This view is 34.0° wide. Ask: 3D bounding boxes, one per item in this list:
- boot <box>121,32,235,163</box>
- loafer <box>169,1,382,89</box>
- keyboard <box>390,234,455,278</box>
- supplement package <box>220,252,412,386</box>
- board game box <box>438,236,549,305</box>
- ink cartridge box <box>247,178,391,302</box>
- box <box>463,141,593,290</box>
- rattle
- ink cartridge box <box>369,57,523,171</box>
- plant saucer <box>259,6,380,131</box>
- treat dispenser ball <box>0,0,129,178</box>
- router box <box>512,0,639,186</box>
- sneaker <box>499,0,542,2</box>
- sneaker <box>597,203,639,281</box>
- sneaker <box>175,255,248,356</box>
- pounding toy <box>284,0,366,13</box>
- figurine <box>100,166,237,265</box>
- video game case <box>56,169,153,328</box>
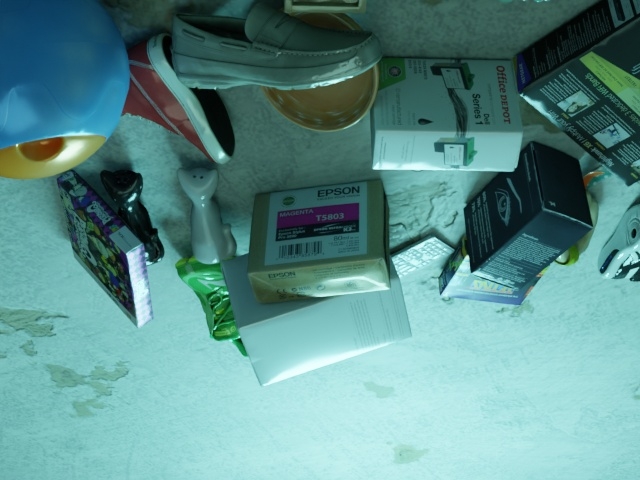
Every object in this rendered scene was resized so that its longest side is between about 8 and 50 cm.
[{"bbox_3d":[-0.254,-0.198,1.634,0.176,0.088,0.244,-17,131,22],"label":"boot"},{"bbox_3d":[-0.071,-0.275,1.461,0.319,0.112,0.111,2,119,22],"label":"loafer"},{"bbox_3d":[0.137,0.057,2.019,0.256,0.014,0.072,-28,134,32],"label":"keyboard"},{"bbox_3d":[-0.008,0.106,1.885,0.293,0.175,0.177,-18,135,-2],"label":"supplement package"},{"bbox_3d":[0.327,0.060,1.989,0.170,0.048,0.141,7,141,-13],"label":"board game box"},{"bbox_3d":[0.000,0.000,1.797,0.235,0.193,0.088,-7,137,9],"label":"ink cartridge box"},{"bbox_3d":[0.348,-0.039,1.779,0.108,0.153,0.207,19,139,-23],"label":"box"},{"bbox_3d":[0.423,-0.065,1.847,0.130,0.143,0.199,-23,131,-23],"label":"rattle"},{"bbox_3d":[0.186,-0.191,1.577,0.219,0.160,0.092,0,143,-1],"label":"ink cartridge box"},{"bbox_3d":[-0.003,-0.257,1.535,0.200,0.037,0.200,13,125,19],"label":"plant saucer"},{"bbox_3d":[-0.407,-0.227,1.428,0.288,0.288,0.288,0,142,0],"label":"treat dispenser ball"},{"bbox_3d":[0.482,-0.233,1.585,0.243,0.081,0.309,-31,133,33],"label":"router box"},{"bbox_3d":[0.290,-0.365,1.448,0.098,0.038,0.069,-6,143,7],"label":"sneaker"},{"bbox_3d":[0.601,0.002,1.903,0.121,0.079,0.217,4,151,-10],"label":"sneaker"},{"bbox_3d":[-0.177,0.126,2.019,0.109,0.123,0.295,-16,139,21],"label":"sneaker"},{"bbox_3d":[-0.003,-0.368,1.417,0.130,0.100,0.141,1,132,-2],"label":"pounding toy"},{"bbox_3d":[-0.263,-0.052,1.826,0.215,0.092,0.209,-3,138,3],"label":"figurine"},{"bbox_3d":[-0.375,0.018,1.836,0.042,0.210,0.232,-34,152,-26],"label":"video game case"}]
